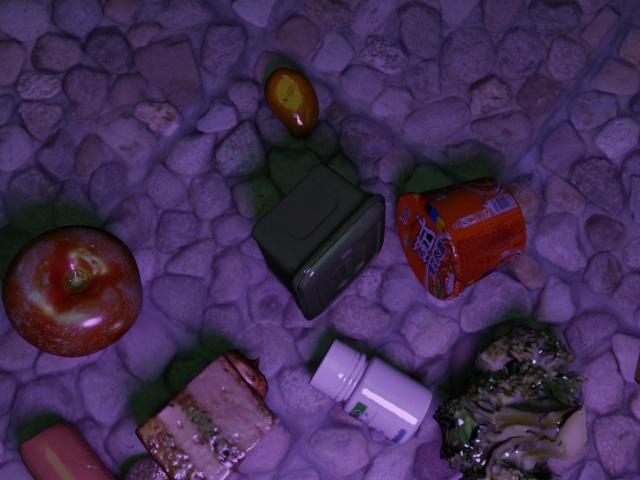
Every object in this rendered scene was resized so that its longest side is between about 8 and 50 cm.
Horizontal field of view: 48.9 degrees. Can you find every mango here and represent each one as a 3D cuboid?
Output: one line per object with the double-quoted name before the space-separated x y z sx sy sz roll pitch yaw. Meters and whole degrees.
"mango" -0.061 -0.324 1.630 0.115 0.089 0.165 -41 86 -9

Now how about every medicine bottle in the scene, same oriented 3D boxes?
"medicine bottle" 0.102 0.313 1.478 0.237 0.139 0.139 29 78 3

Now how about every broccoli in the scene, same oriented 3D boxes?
"broccoli" 0.400 0.371 1.422 0.338 0.317 0.277 -35 104 10

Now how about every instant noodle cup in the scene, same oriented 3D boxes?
"instant noodle cup" 0.307 -0.017 1.517 0.192 0.250 0.250 -21 80 -15

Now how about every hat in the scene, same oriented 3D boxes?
"hat" -0.344 0.525 1.448 0.146 0.067 0.146 22 40 -20

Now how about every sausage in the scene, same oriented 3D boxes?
"sausage" -0.472 0.503 1.409 0.121 0.121 0.304 -39 83 -10

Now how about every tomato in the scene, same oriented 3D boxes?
"tomato" -0.503 0.107 1.444 0.270 0.222 0.270 9 66 -19

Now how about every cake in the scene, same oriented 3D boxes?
"cake" -0.205 0.365 1.422 0.293 0.196 0.199 -41 81 -20

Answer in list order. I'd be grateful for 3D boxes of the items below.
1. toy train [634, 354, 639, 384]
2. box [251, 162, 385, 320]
"toy train" 0.889 0.248 1.535 0.397 0.160 0.253 17 84 1
"box" 0.000 0.000 1.452 0.253 0.329 0.178 -44 75 -12
